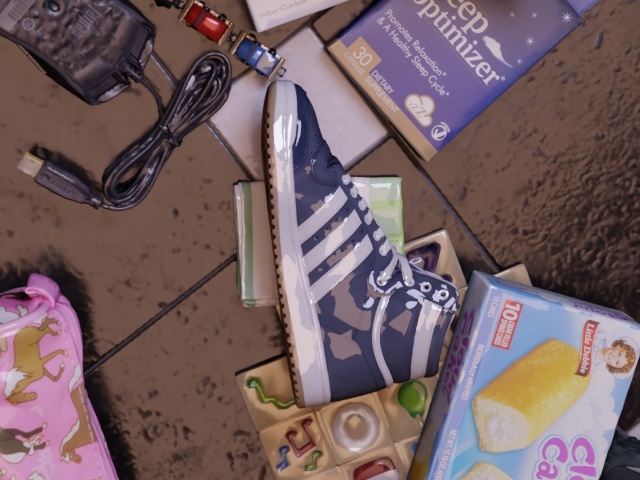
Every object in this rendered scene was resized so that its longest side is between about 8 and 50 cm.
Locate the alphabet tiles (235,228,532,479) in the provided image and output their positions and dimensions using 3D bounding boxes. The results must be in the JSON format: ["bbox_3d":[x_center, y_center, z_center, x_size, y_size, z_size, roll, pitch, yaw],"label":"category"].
[{"bbox_3d":[0.095,0.176,1.493,0.285,0.011,0.343,-22,100,-2],"label":"alphabet tiles"}]

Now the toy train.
[{"bbox_3d":[-0.096,-0.189,1.406,0.158,0.036,0.027,33,94,-9],"label":"toy train"}]

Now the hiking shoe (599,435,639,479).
[{"bbox_3d":[0.365,0.297,1.484,0.304,0.113,0.132,34,93,-9],"label":"hiking shoe"}]

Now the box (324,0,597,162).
[{"bbox_3d":[0.131,-0.195,1.429,0.225,0.036,0.136,-42,100,0],"label":"box"}]

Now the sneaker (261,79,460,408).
[{"bbox_3d":[0.034,-0.004,1.389,0.153,0.099,0.282,-7,97,-2],"label":"sneaker"}]

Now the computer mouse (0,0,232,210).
[{"bbox_3d":[-0.223,-0.146,1.392,0.262,0.060,0.184,34,90,-21],"label":"computer mouse"}]

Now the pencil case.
[{"bbox_3d":[-0.245,0.230,1.395,0.167,0.160,0.386,-24,101,-35],"label":"pencil case"}]

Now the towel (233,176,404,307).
[{"bbox_3d":[0.000,0.000,1.444,0.152,0.023,0.113,-3,94,-3],"label":"towel"}]

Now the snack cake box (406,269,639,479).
[{"bbox_3d":[0.175,0.176,1.450,0.152,0.089,0.264,16,96,-7],"label":"snack cake box"}]

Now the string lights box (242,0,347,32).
[{"bbox_3d":[-0.038,-0.321,1.372,0.133,0.077,0.260,-20,100,-2],"label":"string lights box"}]
